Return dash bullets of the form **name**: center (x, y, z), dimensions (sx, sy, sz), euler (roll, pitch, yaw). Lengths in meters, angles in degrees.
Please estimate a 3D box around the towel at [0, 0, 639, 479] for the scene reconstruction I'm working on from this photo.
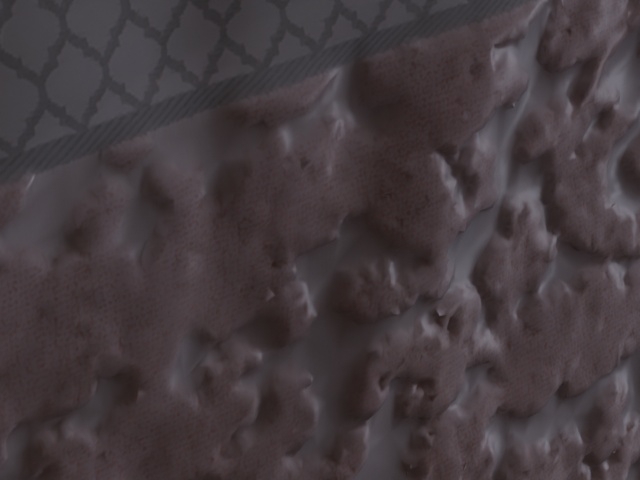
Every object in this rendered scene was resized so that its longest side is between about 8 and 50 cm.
- **towel**: center (0.000, 0.000, 0.437), dimensions (0.053, 0.332, 0.317), euler (27, -50, 43)
